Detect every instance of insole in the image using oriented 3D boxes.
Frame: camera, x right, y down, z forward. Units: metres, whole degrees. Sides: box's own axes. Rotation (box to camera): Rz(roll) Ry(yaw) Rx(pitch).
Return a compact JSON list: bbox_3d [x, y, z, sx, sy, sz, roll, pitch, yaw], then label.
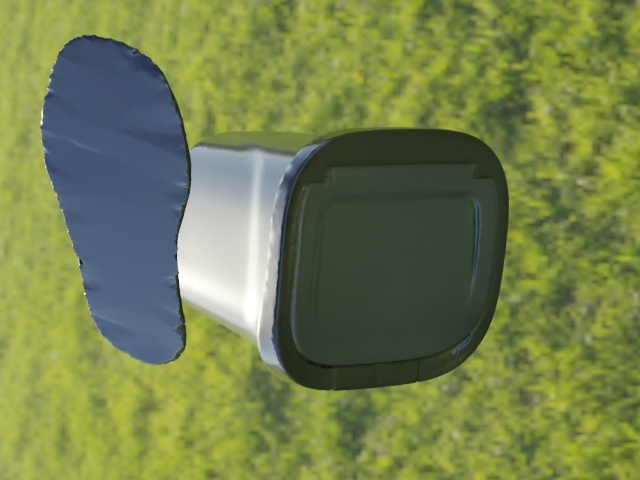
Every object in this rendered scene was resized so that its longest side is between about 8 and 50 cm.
[{"bbox_3d":[-0.138,-0.018,1.144,0.328,0.111,0.007,91,-159,-48],"label":"insole"}]

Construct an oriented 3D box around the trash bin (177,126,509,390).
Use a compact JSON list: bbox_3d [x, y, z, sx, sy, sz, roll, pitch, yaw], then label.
[{"bbox_3d":[0.000,0.000,1.416,0.250,0.219,0.219,17,105,57],"label":"trash bin"}]
